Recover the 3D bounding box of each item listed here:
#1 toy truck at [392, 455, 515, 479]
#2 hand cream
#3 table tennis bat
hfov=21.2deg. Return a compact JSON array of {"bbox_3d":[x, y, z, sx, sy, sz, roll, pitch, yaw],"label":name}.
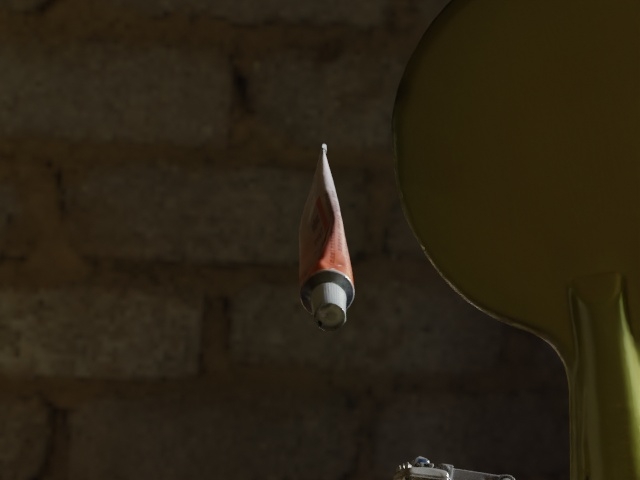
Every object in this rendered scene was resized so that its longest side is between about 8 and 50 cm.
[{"bbox_3d":[0.146,0.355,2.082,0.213,0.177,0.161,8,-14,-11],"label":"toy truck"},{"bbox_3d":[0.002,0.000,1.249,0.038,0.052,0.216,38,19,-22],"label":"hand cream"},{"bbox_3d":[0.167,0.008,1.045,0.224,0.369,0.054,-9,6,2],"label":"table tennis bat"}]
